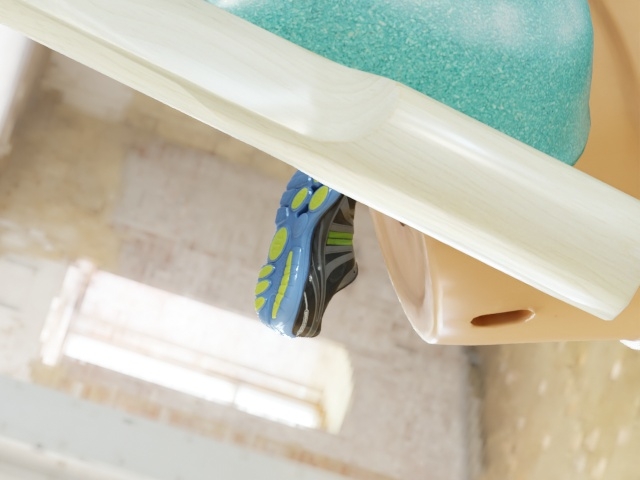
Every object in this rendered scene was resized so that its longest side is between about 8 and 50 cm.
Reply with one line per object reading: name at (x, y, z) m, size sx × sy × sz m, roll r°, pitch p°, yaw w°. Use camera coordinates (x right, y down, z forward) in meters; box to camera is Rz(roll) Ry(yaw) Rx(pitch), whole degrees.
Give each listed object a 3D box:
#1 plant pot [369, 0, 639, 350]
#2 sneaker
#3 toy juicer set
plant pot at (0.143, -0.048, 1.067) m, size 0.291 × 0.203 × 0.291 m, roll 165°, pitch -90°, yaw -84°
sneaker at (0.000, 0.000, 1.400) m, size 0.067 × 0.078 × 0.188 m, roll 7°, pitch -109°, yaw 43°
toy juicer set at (0.054, -0.045, 0.469) m, size 0.329 × 0.209 × 0.089 m, roll -35°, pitch 158°, yaw -52°
